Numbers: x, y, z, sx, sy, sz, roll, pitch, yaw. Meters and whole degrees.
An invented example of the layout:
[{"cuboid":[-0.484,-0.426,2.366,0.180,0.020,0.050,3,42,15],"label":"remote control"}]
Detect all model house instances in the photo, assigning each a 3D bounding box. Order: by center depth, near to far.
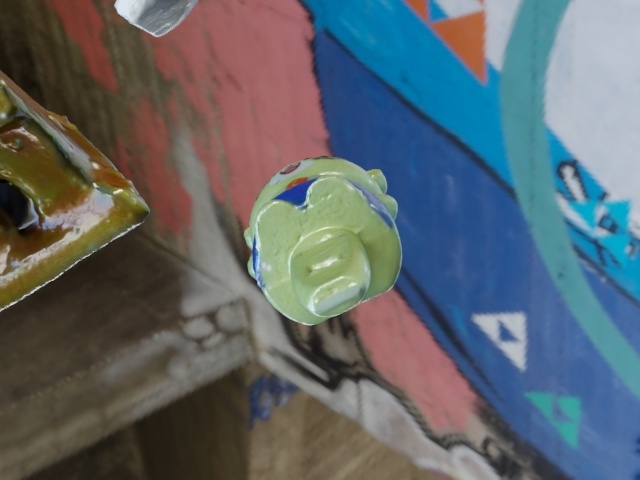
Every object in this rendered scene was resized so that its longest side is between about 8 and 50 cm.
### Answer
[{"cuboid":[-0.296,-0.062,0.868,0.268,0.173,0.239,-31,-47,10],"label":"model house"}]

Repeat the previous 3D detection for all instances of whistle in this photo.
[{"cuboid":[0.000,0.000,0.783,0.105,0.227,0.085,-25,-76,4],"label":"whistle"}]

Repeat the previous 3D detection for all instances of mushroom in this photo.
[{"cuboid":[-0.154,-0.330,1.425,0.092,0.081,0.223,11,-50,-35],"label":"mushroom"}]
